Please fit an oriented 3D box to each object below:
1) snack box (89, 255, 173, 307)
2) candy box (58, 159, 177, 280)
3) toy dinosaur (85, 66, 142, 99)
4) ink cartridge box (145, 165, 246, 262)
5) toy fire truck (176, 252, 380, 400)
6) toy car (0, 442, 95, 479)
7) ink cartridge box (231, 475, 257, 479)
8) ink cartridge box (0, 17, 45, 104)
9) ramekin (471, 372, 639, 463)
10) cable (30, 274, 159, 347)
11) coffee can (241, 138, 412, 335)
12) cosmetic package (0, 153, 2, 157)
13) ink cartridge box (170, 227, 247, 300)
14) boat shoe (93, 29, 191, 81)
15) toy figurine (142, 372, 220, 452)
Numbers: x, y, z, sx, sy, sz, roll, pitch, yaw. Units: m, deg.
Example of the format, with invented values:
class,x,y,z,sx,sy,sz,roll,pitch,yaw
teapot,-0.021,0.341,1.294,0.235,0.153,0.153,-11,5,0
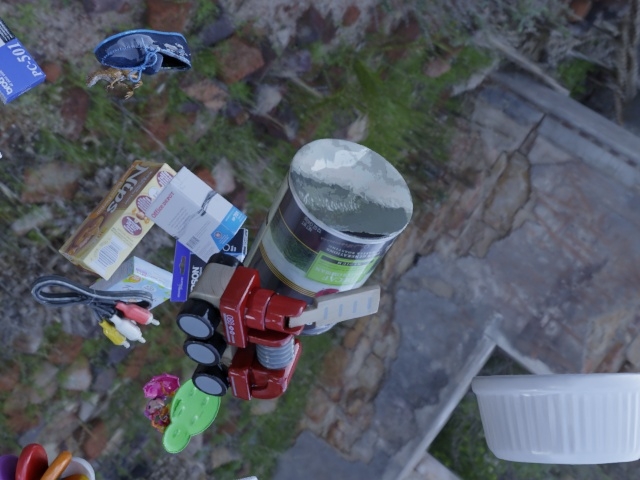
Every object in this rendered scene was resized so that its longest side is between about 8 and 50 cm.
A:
class,x,y,z,sx,sy,sz,roll,pitch,yaw
snack box,-0.564,0.146,2.247,0.207,0.070,0.174,-31,140,26
candy box,-0.499,-0.059,1.878,0.316,0.183,0.087,-53,125,-18
toy dinosaur,-0.511,-0.437,1.949,0.211,0.112,0.064,-33,170,-46
ink cartridge box,-0.292,-0.058,1.744,0.139,0.191,0.082,-42,-168,41
toy fire truck,-0.053,0.130,1.073,0.217,0.246,0.158,88,19,-45
toy car,-0.462,0.395,1.182,0.182,0.136,0.159,-28,-172,8
ink cartridge box,-0.199,0.545,1.370,0.168,0.171,0.232,-12,165,-24
ink cartridge box,-0.666,-0.391,1.512,0.097,0.207,0.046,-41,-167,-25
ramekin,0.374,0.271,1.154,0.273,0.273,0.127,31,57,-70
cable,-0.462,0.139,1.575,0.139,0.072,0.287,-39,140,13
coffee can,0.000,0.000,1.213,0.201,0.201,0.275,-35,163,-41
cosmetic package,-0.748,-0.141,1.279,0.366,0.197,0.155,-29,176,28
ink cartridge box,-0.308,0.066,2.028,0.045,0.208,0.206,54,38,-73
boat shoe,-0.382,-0.417,1.673,0.258,0.089,0.109,-23,176,-46
toy figurine,-0.329,0.359,1.624,0.130,0.159,0.173,47,63,-40
